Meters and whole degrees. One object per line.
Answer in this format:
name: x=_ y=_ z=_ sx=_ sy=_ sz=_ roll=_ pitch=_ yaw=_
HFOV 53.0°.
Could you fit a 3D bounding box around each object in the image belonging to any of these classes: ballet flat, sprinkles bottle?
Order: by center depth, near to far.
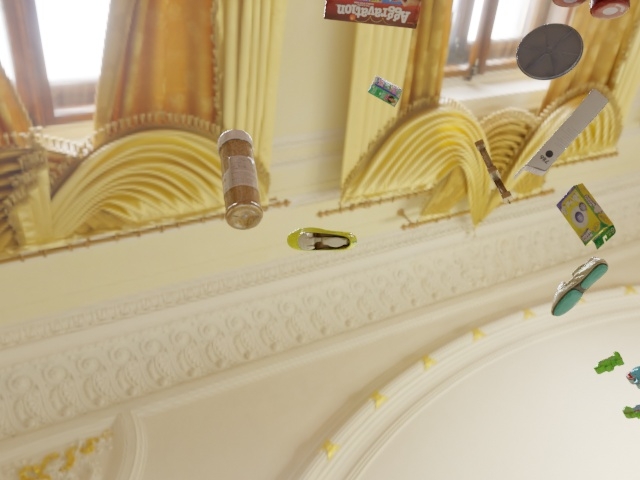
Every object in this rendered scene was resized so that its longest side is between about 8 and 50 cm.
ballet flat: x=0.000 y=0.000 z=2.026 sx=0.230 sy=0.077 sz=0.077 roll=1 pitch=-170 yaw=10
sprinkles bottle: x=-0.261 y=-0.201 z=2.069 sx=0.121 sy=0.121 sz=0.356 roll=-3 pitch=-130 yaw=-12
ballet flat: x=0.856 y=0.150 z=2.154 sx=0.086 sy=0.248 sz=0.086 roll=40 pitch=-166 yaw=-12

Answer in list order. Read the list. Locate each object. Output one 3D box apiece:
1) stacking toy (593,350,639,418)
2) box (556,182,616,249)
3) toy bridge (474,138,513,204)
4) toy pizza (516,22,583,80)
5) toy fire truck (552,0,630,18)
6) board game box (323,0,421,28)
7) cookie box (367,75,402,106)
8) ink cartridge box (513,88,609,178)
stacking toy: x=0.677 y=0.251 z=1.286 sx=0.221 sy=0.167 sz=0.052 roll=-32 pitch=-158 yaw=11
box: x=0.779 y=-0.066 z=1.880 sx=0.043 sy=0.105 sz=0.179 roll=-18 pitch=-116 yaw=-24
toy bridge: x=0.450 y=-0.172 z=1.659 sx=0.026 sy=0.063 sz=0.188 roll=-26 pitch=-116 yaw=14
toy pizza: x=0.719 y=-0.589 z=2.013 sx=0.201 sy=0.201 sz=0.032 roll=29 pitch=177 yaw=31
toy fire truck: x=0.739 y=-0.712 z=1.629 sx=0.302 sy=0.170 sz=0.254 roll=8 pitch=170 yaw=-18
board game box: x=0.157 y=-0.709 z=1.880 sx=0.281 sy=0.145 sz=0.027 roll=4 pitch=-143 yaw=-6
cookie box: x=0.224 y=-0.518 z=2.220 sx=0.107 sy=0.040 sz=0.092 roll=27 pitch=-145 yaw=-4
ink cartridge box: x=0.716 y=-0.293 z=1.925 sx=0.065 sy=0.333 sz=0.165 roll=44 pitch=-168 yaw=11
